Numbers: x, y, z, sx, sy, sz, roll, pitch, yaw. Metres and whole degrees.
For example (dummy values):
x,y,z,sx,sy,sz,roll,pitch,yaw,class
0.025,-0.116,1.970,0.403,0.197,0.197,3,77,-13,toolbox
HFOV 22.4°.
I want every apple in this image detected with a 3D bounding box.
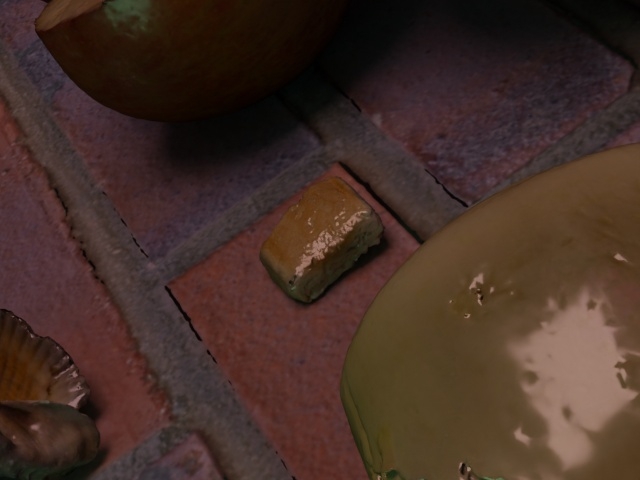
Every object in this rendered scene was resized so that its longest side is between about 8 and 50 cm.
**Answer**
x,y,z,sx,sy,sz,roll,pitch,yaw,class
-0.084,-0.189,1.261,0.251,0.163,0.293,-33,21,16,apple

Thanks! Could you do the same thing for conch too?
x,y,z,sx,sy,sz,roll,pitch,yaw,class
-0.264,0.110,1.059,0.245,0.163,0.178,5,60,0,conch

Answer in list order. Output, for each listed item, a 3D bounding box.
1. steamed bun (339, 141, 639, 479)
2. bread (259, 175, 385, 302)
x,y,z,sx,sy,sz,roll,pitch,yaw,class
0.153,0.070,0.744,0.273,0.166,0.232,-20,42,-2,steamed bun
0.000,0.000,1.085,0.083,0.035,0.070,-44,36,-5,bread
